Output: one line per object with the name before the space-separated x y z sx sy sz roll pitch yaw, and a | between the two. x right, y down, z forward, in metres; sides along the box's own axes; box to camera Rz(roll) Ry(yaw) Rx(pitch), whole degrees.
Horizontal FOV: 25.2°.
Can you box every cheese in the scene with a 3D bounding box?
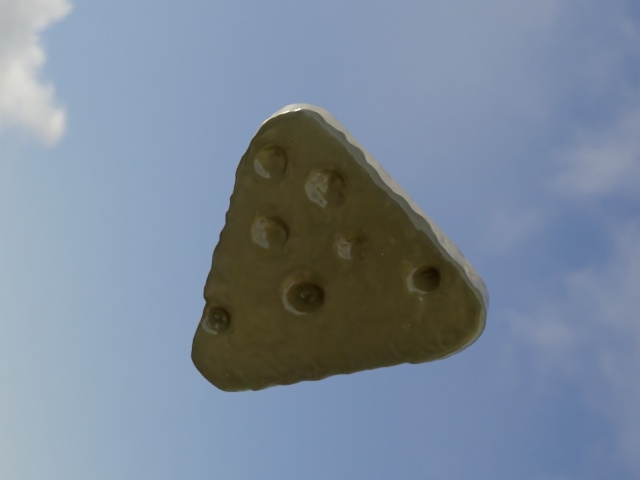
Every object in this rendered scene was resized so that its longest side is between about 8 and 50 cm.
cheese | -0.001 0.000 1.809 0.104 0.384 0.383 -51 127 -75
